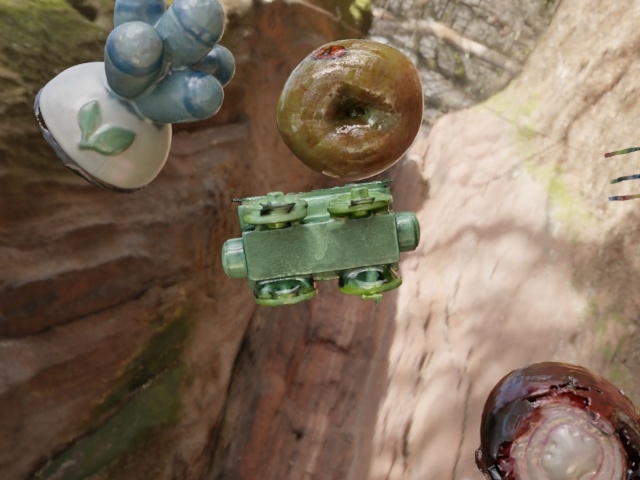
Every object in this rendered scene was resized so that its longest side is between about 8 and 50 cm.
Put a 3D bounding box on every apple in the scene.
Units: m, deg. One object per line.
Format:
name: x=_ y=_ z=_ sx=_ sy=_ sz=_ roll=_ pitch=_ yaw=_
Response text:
apple: x=0.053 y=-0.227 z=1.417 sx=0.194 sy=0.261 sz=0.261 roll=-90 pitch=23 yaw=-75

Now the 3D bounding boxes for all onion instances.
onion: x=0.462 y=0.386 z=1.544 sx=0.341 sy=0.341 sz=0.341 roll=24 pitch=-90 yaw=-89

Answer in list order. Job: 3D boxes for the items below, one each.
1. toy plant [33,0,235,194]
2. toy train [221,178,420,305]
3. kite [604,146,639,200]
toy plant: x=-0.264 y=-0.257 z=1.276 sx=0.332 sy=0.247 sz=0.247 roll=-39 pitch=12 yaw=26
toy train: x=0.000 y=0.000 z=1.135 sx=0.188 sy=0.272 sz=0.159 roll=-103 pitch=6 yaw=-81
kite: x=0.610 y=-0.131 z=1.384 sx=0.285 sy=0.015 sz=0.152 roll=-9 pitch=71 yaw=51
